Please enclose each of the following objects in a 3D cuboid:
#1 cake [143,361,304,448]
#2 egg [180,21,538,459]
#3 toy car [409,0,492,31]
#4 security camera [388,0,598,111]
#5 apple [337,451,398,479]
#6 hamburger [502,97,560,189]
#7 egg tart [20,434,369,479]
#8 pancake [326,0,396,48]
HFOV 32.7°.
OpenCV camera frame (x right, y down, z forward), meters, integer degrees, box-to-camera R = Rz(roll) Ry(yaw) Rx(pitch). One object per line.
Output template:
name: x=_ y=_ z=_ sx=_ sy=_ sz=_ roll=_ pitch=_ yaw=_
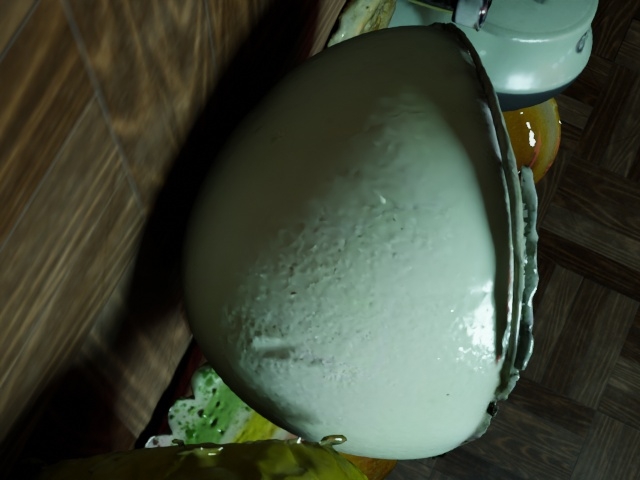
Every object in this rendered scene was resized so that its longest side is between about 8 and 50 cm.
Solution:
cake: x=-0.057 y=0.142 z=0.851 sx=0.225 sy=0.109 sz=0.090 roll=-56 pitch=173 yaw=-10
egg: x=0.001 y=-0.004 z=0.663 sx=0.286 sy=0.174 sz=0.264 roll=-110 pitch=-156 yaw=-61
toy car: x=0.082 y=-0.235 z=0.688 sx=0.256 sy=0.101 sz=0.124 roll=69 pitch=43 yaw=-79
security camera: x=0.183 y=-0.269 z=0.966 sx=0.197 sy=0.191 sz=0.277 roll=-58 pitch=170 yaw=-37
apple: x=0.004 y=0.224 z=1.425 sx=0.237 sy=0.207 sz=0.237 roll=7 pitch=90 yaw=-76
hamburger: x=0.244 y=-0.166 z=1.616 sx=0.147 sy=0.237 sz=0.237 roll=-57 pitch=170 yaw=-64
egg tart: x=-0.060 y=0.166 z=0.578 sx=0.290 sy=0.290 sz=0.115 roll=80 pitch=4 yaw=-78
pancake: x=0.025 y=-0.148 z=0.885 sx=0.139 sy=0.022 sz=0.139 roll=-62 pitch=173 yaw=-14
